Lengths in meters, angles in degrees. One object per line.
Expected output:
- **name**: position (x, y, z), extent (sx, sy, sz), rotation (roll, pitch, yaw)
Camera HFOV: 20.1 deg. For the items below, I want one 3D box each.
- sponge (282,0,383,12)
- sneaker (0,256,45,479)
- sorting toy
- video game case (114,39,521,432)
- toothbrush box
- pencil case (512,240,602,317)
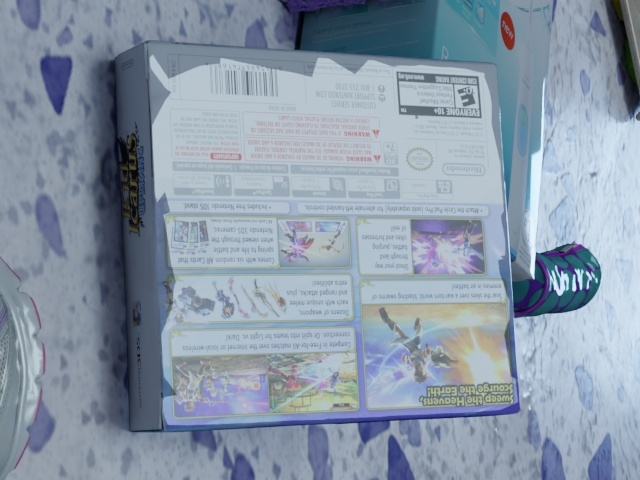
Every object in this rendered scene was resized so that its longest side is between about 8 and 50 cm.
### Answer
- **sponge**: position (0.036, -0.276, 1.387), extent (0.031, 0.117, 0.210), rotation (45, 47, -52)
- **sneaker**: position (-0.220, 0.013, 0.893), extent (0.111, 0.103, 0.252), rotation (-19, 94, -57)
- **sorting toy**: position (0.382, -0.263, 2.115), extent (0.193, 0.038, 0.208), rotation (-40, 124, -57)
- **video game case**: position (0.000, 0.000, 1.196), extent (0.269, 0.061, 0.244), rotation (1, 82, -29)
- **toothbrush box**: position (0.087, -0.136, 1.447), extent (0.216, 0.126, 0.296), rotation (42, 48, -51)
- **pencil case**: position (0.211, 0.036, 1.704), extent (0.151, 0.064, 0.070), rotation (-5, 104, -62)
